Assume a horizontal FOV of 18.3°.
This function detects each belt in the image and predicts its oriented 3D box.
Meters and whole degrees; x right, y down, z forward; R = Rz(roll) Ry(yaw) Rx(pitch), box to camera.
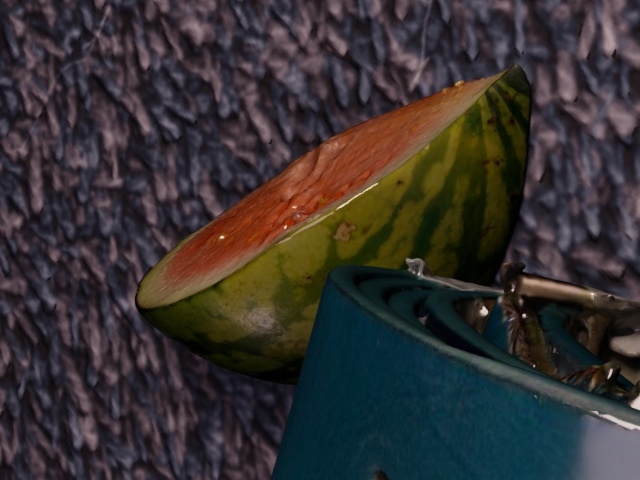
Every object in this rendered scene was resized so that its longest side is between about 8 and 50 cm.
[{"bbox_3d":[0.140,0.125,0.922,0.436,0.300,0.173,-138,62,-71],"label":"belt"}]

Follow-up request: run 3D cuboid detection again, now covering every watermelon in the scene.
[{"bbox_3d":[0.013,0.025,1.222,0.303,0.159,0.128,-28,108,38],"label":"watermelon"}]
